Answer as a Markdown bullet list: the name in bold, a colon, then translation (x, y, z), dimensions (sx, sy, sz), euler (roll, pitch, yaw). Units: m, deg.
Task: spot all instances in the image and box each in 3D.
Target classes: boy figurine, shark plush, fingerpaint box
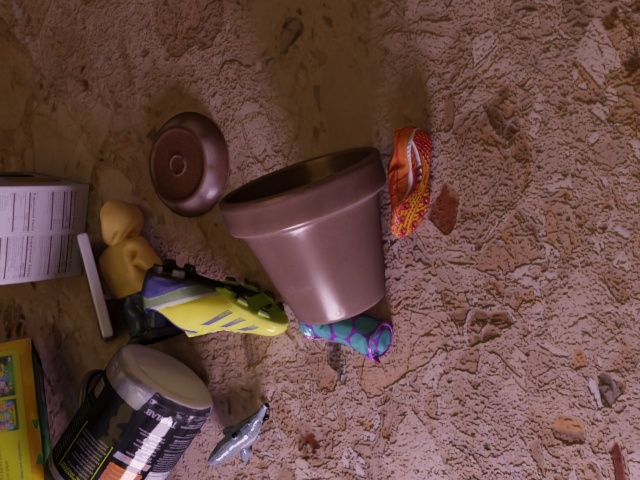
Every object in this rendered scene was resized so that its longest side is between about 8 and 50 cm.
- **boy figurine**: translation (-0.364, 0.063, 1.821), dimensions (0.177, 0.092, 0.285), euler (-27, 77, 37)
- **shark plush**: translation (-0.136, 0.351, 1.697), dimensions (0.161, 0.067, 0.073), euler (-37, 73, 31)
- **fingerpaint box**: translation (-0.724, 0.452, 1.868), dimensions (0.163, 0.371, 0.444), euler (102, 156, -61)

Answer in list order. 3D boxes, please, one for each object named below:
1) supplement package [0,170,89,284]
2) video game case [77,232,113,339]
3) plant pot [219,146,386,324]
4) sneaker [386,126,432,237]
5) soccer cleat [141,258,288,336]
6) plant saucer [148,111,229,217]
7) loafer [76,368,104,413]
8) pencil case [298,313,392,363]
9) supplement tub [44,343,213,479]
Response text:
- **supplement package**: translation (-0.635, -0.030, 1.897), dimensions (0.199, 0.263, 0.198), euler (13, 100, 33)
- **video game case**: translation (-0.440, 0.096, 1.848), dimensions (0.183, 0.023, 0.201), euler (145, 109, -74)
- **plant pot**: translation (0.000, 0.000, 1.495), dimensions (0.263, 0.263, 0.229), euler (-10, 107, 35)
- **sneaker**: translation (0.135, -0.091, 1.491), dimensions (0.067, 0.064, 0.175), euler (14, 97, 54)
- **soccer cleat**: translation (-0.189, 0.125, 1.687), dimensions (0.289, 0.093, 0.121), euler (18, 106, 19)
- **plant saucer**: translation (-0.256, -0.141, 1.764), dimensions (0.199, 0.036, 0.198), euler (4, 96, 35)
- **loafer**: translation (-0.425, 0.410, 1.885), dimensions (0.095, 0.109, 0.302), euler (0, 91, 31)
- **pencil case**: translation (0.041, 0.147, 1.561), dimensions (0.152, 0.064, 0.070), euler (15, 86, 34)
- **supplement tub**: translation (-0.364, 0.377, 1.736), dimensions (0.207, 0.207, 0.338), euler (39, 100, 26)
